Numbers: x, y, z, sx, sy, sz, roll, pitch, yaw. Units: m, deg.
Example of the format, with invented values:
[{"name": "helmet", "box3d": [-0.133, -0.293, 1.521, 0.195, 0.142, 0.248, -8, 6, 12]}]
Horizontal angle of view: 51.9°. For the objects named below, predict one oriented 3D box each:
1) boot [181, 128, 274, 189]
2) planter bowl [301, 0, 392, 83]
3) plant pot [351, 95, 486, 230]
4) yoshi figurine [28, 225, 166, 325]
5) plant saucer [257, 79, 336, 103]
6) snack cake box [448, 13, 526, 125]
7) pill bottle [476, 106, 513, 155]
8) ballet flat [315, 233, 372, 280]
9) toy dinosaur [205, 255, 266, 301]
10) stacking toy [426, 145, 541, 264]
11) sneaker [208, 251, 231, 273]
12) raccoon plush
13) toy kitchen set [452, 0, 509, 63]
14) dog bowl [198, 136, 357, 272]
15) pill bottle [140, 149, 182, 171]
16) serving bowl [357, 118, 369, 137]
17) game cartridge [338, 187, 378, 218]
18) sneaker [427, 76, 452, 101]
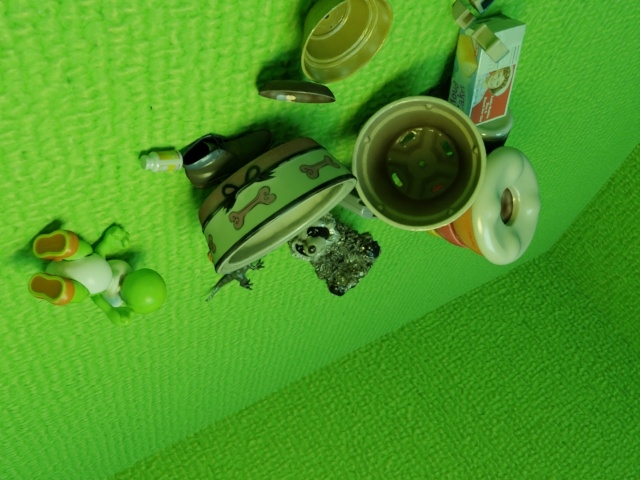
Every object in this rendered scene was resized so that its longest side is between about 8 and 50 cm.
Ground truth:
[{"name": "boot", "box3d": [-0.209, -0.197, 1.469, 0.219, 0.082, 0.106, -33, 159, 1]}, {"name": "planter bowl", "box3d": [0.032, -0.431, 1.333, 0.217, 0.090, 0.217, -29, 155, -15]}, {"name": "plant pot", "box3d": [0.271, -0.206, 1.777, 0.333, 0.334, 0.305, -40, 177, 13]}, {"name": "yoshi figurine", "box3d": [-0.484, 0.091, 1.525, 0.203, 0.203, 0.362, -44, 158, 4]}, {"name": "plant saucer", "box3d": [-0.049, -0.319, 1.405, 0.168, 0.168, 0.029, 0, 96, -52]}, {"name": "snack cake box", "box3d": [0.433, -0.444, 1.736, 0.152, 0.089, 0.265, -22, 135, -27]}, {"name": "pill bottle", "box3d": [0.504, -0.315, 2.079, 0.153, 0.153, 0.265, -28, 156, -14]}, {"name": "ballet flat", "box3d": [0.092, 0.064, 2.368, 0.249, 0.058, 0.084, -36, 157, 3]}, {"name": "toy dinosaur", "box3d": [-0.239, 0.102, 2.020, 0.268, 0.064, 0.118, -45, 148, 26]}, {"name": "stacking toy", "box3d": [0.409, -0.118, 2.077, 0.350, 0.479, 0.351, -7, 100, -45]}, {"name": "sneaker", "box3d": [-0.206, 0.025, 1.877, 0.221, 0.087, 0.083, -32, 157, -6]}, {"name": "raccoon plush", "box3d": [0.000, 0.000, 2.078, 0.216, 0.299, 0.446, -50, -172, -1]}, {"name": "toy kitchen set", "box3d": [0.442, -0.547, 1.550, 0.207, 0.166, 0.122, -44, 154, 21]}, {"name": "dog bowl", "box3d": [-0.116, -0.091, 1.590, 0.407, 0.150, 0.408, -33, 174, -4]}, {"name": "pill bottle", "box3d": [-0.339, -0.169, 1.399, 0.083, 0.043, 0.043, -11, 147, -42]}, {"name": "serving bowl", "box3d": [0.131, -0.302, 1.776, 0.083, 0.027, 0.083, -29, 155, -15]}, {"name": "game cartridge", "box3d": [0.138, -0.123, 1.907, 0.297, 0.198, 0.062, 0, 113, -50]}, {"name": "sneaker", "box3d": [0.351, -0.400, 1.849, 0.192, 0.064, 0.086, -33, 170, -14]}]
